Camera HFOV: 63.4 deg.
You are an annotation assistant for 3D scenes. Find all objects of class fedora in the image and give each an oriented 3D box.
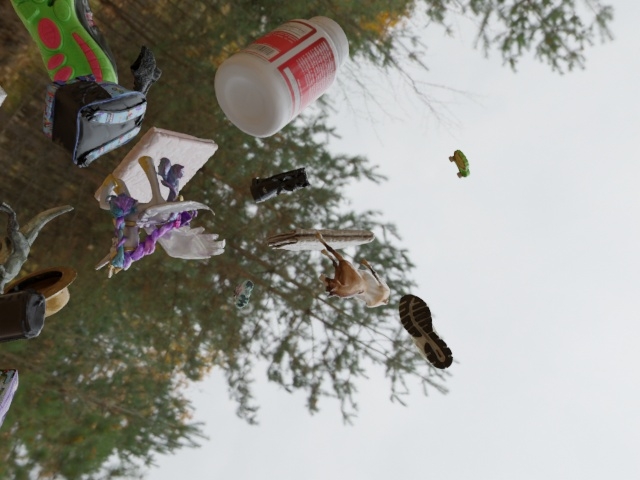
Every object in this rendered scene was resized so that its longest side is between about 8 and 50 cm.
[{"bbox_3d":[-0.687,0.138,1.274,0.195,0.079,0.194,-10,-152,6],"label":"fedora"}]

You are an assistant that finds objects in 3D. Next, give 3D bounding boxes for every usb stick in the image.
[{"bbox_3d":[-0.552,0.132,0.820,0.278,0.045,0.077,-11,-105,18],"label":"usb stick"}]

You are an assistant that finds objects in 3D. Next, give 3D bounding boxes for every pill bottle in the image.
[{"bbox_3d":[-0.092,-0.487,1.484,0.229,0.229,0.407,-21,-158,49],"label":"pill bottle"}]

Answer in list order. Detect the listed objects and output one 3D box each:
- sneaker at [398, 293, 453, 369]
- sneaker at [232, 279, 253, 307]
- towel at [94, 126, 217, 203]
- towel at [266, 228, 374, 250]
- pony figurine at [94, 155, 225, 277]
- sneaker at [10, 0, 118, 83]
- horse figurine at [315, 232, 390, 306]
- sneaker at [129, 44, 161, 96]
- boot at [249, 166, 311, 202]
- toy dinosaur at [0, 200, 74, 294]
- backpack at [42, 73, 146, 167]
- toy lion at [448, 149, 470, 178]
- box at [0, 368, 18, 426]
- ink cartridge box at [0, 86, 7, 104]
[{"bbox_3d":[0.258,0.236,1.322,0.082,0.094,0.208,-24,-109,-3],"label":"sneaker"},{"bbox_3d":[-0.245,0.167,1.563,0.069,0.038,0.098,-19,-145,39],"label":"sneaker"},{"bbox_3d":[-0.548,-0.243,1.755,0.332,0.053,0.317,-41,165,23],"label":"towel"},{"bbox_3d":[0.000,0.000,1.528,0.187,0.282,0.049,-11,-99,58],"label":"towel"},{"bbox_3d":[-0.476,-0.075,1.510,0.302,0.351,0.363,88,-10,-57],"label":"pony figurine"},{"bbox_3d":[-0.643,-0.530,1.309,0.185,0.482,0.202,-17,175,-12],"label":"sneaker"},{"bbox_3d":[0.078,0.084,1.105,0.066,0.263,0.174,-46,-136,11],"label":"horse figurine"},{"bbox_3d":[-0.550,-0.498,1.572,0.170,0.089,0.051,-49,-123,8],"label":"sneaker"},{"bbox_3d":[-0.070,-0.101,0.910,0.099,0.045,0.121,-20,-168,1],"label":"boot"},{"bbox_3d":[-0.580,0.000,0.960,0.064,0.118,0.268,-8,-134,32],"label":"toy dinosaur"},{"bbox_3d":[-0.444,-0.253,1.042,0.173,0.117,0.158,-41,167,-46],"label":"backpack"},{"bbox_3d":[0.460,-0.250,1.689,0.034,0.100,0.096,-31,-168,-2],"label":"toy lion"},{"bbox_3d":[-0.745,0.369,1.010,0.293,0.201,0.057,-108,-152,-58],"label":"box"},{"bbox_3d":[-0.746,-0.251,1.036,0.191,0.082,0.139,-38,-177,30],"label":"ink cartridge box"}]
